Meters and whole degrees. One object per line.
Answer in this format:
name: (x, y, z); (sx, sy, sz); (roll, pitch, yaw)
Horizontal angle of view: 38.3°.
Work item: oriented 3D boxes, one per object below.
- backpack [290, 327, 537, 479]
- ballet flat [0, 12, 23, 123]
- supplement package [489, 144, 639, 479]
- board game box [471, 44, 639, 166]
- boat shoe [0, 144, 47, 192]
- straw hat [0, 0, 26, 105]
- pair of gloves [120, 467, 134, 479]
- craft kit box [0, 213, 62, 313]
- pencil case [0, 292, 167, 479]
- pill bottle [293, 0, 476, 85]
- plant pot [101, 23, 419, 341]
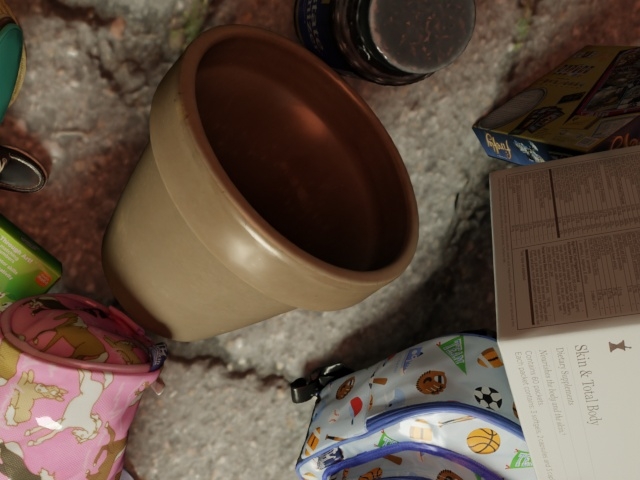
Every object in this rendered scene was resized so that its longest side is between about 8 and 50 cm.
backpack: (0.130, 0.220, 0.928); (0.276, 0.213, 0.263); (33, 129, -19)
ballet flat: (-0.326, -0.081, 0.797); (0.086, 0.086, 0.248); (13, 98, -17)
supplement package: (0.285, 0.055, 0.737); (0.263, 0.198, 0.199); (-10, 131, 16)
board game box: (0.271, -0.129, 0.903); (0.165, 0.243, 0.042); (-35, 108, -4)
boat shoe: (-0.318, -0.076, 0.867); (0.125, 0.038, 0.046); (29, 95, -24)
straw hat: (-0.337, -0.171, 0.831); (0.144, 0.061, 0.144); (-3, 104, -14)
pair of gloves: (-0.247, 0.320, 0.989); (0.159, 0.023, 0.198); (17, 99, -18)
craft kit box: (-0.420, 0.038, 0.863); (0.246, 0.061, 0.250); (-46, 109, 2)
pencil case: (-0.261, 0.250, 0.869); (0.167, 0.160, 0.386); (14, 101, -17)
pill bottle: (0.056, -0.205, 0.842); (0.123, 0.219, 0.123); (-3, 104, -14)
plant pot: (-0.080, -0.025, 0.834); (0.263, 0.263, 0.229); (39, 127, -19)
